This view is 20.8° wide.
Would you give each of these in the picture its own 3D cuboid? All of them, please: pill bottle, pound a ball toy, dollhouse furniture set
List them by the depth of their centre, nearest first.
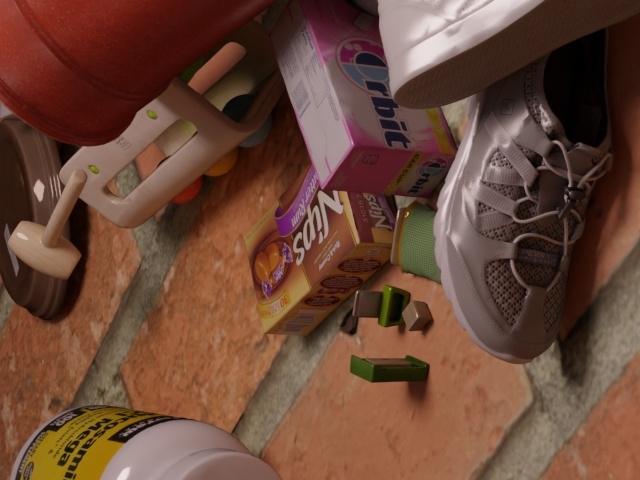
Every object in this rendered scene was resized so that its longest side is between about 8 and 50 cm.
[{"bbox_3d":[0.065,0.042,1.478,0.076,0.059,0.151,21,106,58],"label":"dollhouse furniture set"},{"bbox_3d":[-0.167,0.265,1.723,0.334,0.188,0.187,-2,85,59],"label":"pill bottle"},{"bbox_3d":[-0.169,-0.079,1.779,0.319,0.136,0.208,-35,22,53],"label":"pound a ball toy"}]

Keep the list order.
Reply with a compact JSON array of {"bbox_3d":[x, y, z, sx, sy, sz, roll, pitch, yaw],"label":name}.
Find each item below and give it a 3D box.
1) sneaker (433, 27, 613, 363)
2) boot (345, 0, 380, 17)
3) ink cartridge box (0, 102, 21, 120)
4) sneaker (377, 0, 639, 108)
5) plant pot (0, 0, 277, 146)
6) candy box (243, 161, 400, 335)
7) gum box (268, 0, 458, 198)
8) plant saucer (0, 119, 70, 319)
[{"bbox_3d":[0.158,-0.048,1.285,0.115,0.105,0.281,2,88,59],"label":"sneaker"},{"bbox_3d":[0.124,-0.298,1.371,0.223,0.118,0.338,42,130,43],"label":"boot"},{"bbox_3d":[-0.285,-0.290,2.040,0.211,0.122,0.289,-10,79,59],"label":"ink cartridge box"},{"bbox_3d":[0.155,-0.227,1.227,0.293,0.108,0.169,-24,67,27],"label":"sneaker"},{"bbox_3d":[-0.153,-0.260,1.501,0.265,0.272,0.272,-27,61,28],"label":"plant pot"},{"bbox_3d":[0.000,0.000,1.599,0.186,0.053,0.109,-46,49,50],"label":"candy box"},{"bbox_3d":[0.034,-0.131,1.500,0.062,0.107,0.188,-54,44,43],"label":"gum box"},{"bbox_3d":[-0.373,-0.035,2.197,0.278,0.041,0.277,173,90,-66],"label":"plant saucer"}]
